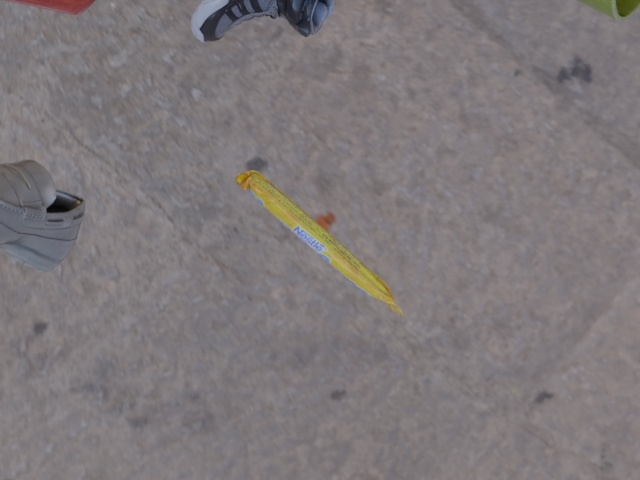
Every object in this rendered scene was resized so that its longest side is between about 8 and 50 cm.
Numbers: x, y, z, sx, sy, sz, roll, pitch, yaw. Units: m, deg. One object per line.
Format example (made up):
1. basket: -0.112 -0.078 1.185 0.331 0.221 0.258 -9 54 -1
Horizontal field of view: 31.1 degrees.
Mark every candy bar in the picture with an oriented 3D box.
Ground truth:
1. candy bar: 0.000 0.000 0.846 0.161 0.040 0.018 40 90 -14

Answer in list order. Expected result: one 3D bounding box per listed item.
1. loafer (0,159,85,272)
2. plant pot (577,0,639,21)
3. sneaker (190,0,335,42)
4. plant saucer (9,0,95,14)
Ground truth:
1. loafer: -0.363 -0.048 1.315 0.112 0.319 0.111 35 87 13
2. plant pot: 0.286 -0.450 1.436 0.293 0.274 0.275 24 105 22
3. sneaker: -0.076 -0.339 1.664 0.153 0.101 0.268 44 135 -6
4. plant saucer: -0.458 -0.385 1.721 0.258 0.259 0.048 10 101 -13
